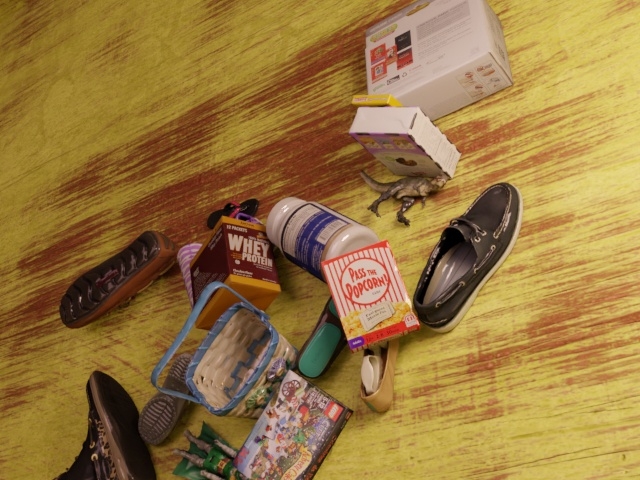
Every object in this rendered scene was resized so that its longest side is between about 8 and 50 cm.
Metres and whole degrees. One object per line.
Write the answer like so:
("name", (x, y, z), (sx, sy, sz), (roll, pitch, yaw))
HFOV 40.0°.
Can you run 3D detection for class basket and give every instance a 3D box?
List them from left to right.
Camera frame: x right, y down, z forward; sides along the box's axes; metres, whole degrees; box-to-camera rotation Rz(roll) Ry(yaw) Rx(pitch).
("basket", (-0.196, 0.243, 1.883), (0.255, 0.289, 0.201), (-57, 39, 0))

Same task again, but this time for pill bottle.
("pill bottle", (0.000, 0.000, 1.974), (0.264, 0.153, 0.153), (30, 85, 46))

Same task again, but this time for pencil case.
("pencil case", (-0.302, 0.097, 2.216), (0.088, 0.086, 0.206), (-16, 48, -11))

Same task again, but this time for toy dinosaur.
("toy dinosaur", (0.173, -0.100, 1.965), (0.268, 0.064, 0.118), (6, 62, 44))

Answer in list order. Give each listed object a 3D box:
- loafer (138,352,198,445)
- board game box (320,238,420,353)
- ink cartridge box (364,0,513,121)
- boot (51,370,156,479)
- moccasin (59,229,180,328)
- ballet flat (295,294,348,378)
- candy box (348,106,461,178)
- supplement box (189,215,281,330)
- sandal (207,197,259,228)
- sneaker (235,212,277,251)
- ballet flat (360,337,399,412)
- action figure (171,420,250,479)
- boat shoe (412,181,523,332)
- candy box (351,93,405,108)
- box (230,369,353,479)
("loafer", (-0.341, 0.378, 2.082), (0.094, 0.087, 0.251), (38, 102, 20))
("board game box", (0.100, 0.112, 1.774), (0.146, 0.045, 0.194), (-20, 71, 0))
("ink cartridge box", (0.265, -0.430, 2.041), (0.309, 0.130, 0.272), (-22, 51, 28))
("boot", (-0.562, 0.528, 2.129), (0.284, 0.138, 0.377), (-43, 50, 10))
("moccasin", (-0.546, 0.115, 2.380), (0.380, 0.147, 0.139), (-41, 59, 7))
("ballet flat", (0.040, 0.169, 1.872), (0.280, 0.095, 0.096), (-51, -1, 6))
("candy box", (0.186, -0.213, 1.921), (0.164, 0.196, 0.070), (8, 70, 42))
("supplement box", (-0.205, 0.085, 2.063), (0.191, 0.129, 0.194), (-51, 38, 38))
("sandal", (-0.236, -0.070, 2.295), (0.179, 0.040, 0.067), (-15, 55, 33))
("sneaker", (-0.160, -0.018, 2.178), (0.170, 0.071, 0.068), (32, 86, 45))
("ballet flat", (0.117, 0.231, 1.788), (0.080, 0.073, 0.232), (-20, 53, 32))
("action figure", (-0.225, 0.486, 1.925), (0.232, 0.063, 0.137), (14, 70, 40))
("boat shoe", (0.285, 0.015, 1.755), (0.127, 0.113, 0.340), (32, 86, 46))
("candy box", (0.168, -0.266, 1.964), (0.105, 0.206, 0.027), (10, 74, 43))
("box", (-0.059, 0.407, 1.815), (0.159, 0.044, 0.233), (28, 83, 30))
